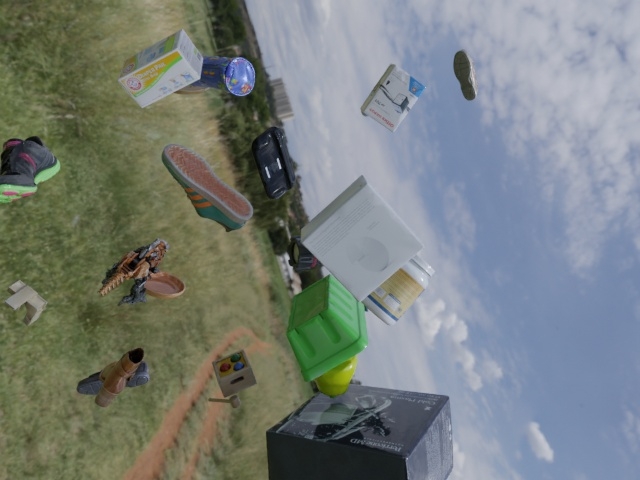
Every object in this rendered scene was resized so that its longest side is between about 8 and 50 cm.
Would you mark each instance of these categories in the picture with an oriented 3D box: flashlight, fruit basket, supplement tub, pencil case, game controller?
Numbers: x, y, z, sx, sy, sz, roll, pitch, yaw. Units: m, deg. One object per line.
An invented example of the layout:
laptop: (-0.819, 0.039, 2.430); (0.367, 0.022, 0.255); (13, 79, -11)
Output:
flashlight: (0.056, 0.030, 1.551); (0.103, 0.304, 0.103); (111, -33, -42)
fruit basket: (0.048, 0.354, 1.774); (0.392, 0.283, 0.392); (54, 12, -17)
supplement tub: (0.212, 0.124, 1.470); (0.144, 0.200, 0.144); (41, 1, -1)
pencil case: (-0.359, -0.561, 1.742); (0.306, 0.133, 0.119); (21, -79, 38)
game controller: (-0.198, -0.326, 2.232); (0.067, 0.166, 0.319); (35, -28, 41)

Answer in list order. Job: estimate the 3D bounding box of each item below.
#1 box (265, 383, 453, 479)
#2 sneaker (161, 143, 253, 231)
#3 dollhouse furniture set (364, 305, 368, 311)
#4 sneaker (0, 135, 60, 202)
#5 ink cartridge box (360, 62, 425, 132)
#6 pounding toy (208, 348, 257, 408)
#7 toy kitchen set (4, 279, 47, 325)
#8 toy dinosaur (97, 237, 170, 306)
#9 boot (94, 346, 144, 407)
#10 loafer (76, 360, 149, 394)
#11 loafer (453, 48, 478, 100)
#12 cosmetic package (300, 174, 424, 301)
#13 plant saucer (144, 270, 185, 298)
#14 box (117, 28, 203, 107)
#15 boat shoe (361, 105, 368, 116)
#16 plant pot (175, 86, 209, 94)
box: (0.148, 0.709, 1.743); (0.471, 0.479, 0.297); (-15, 102, -61)
sneaker: (-0.337, -0.135, 1.468); (0.302, 0.121, 0.108); (43, 41, -9)
dollhouse furniture set: (0.165, 0.227, 2.162); (0.183, 0.129, 0.129); (163, -88, -78)
sneaker: (-1.180, -0.282, 2.009); (0.483, 0.185, 0.202); (-111, -177, -64)
ink cartridge box: (0.251, -0.498, 1.825); (0.139, 0.191, 0.082); (31, 14, -16)
pounding toy: (-0.328, 0.503, 1.864); (0.206, 0.181, 0.094); (-137, -150, -61)
toy kitchen set: (-0.708, 0.156, 1.219); (0.083, 0.075, 0.068); (41, 31, -5)
toy dinosaur: (-0.633, 0.094, 1.740); (0.164, 0.218, 0.322); (49, 30, 17)
boot: (-0.782, 0.498, 2.053); (0.109, 0.220, 0.283); (36, 6, -11)
loafer: (-0.906, 0.602, 2.285); (0.109, 0.302, 0.095); (90, -12, -45)
loafer: (0.350, -0.398, 1.243); (0.045, 0.039, 0.125); (3, -49, 39)
cosmetic package: (0.103, -0.009, 1.352); (0.225, 0.224, 0.138); (46, 10, -14)
plant saucer: (-0.645, 0.179, 2.086); (0.200, 0.200, 0.037); (-116, -134, -67)
box: (-0.442, -0.475, 1.444); (0.103, 0.203, 0.114); (54, 23, -43)
boat shoe: (0.253, -0.537, 2.165); (0.066, 0.183, 0.066); (5, -75, 47)
plant pot: (-0.533, -0.622, 2.019); (0.236, 0.236, 0.032); (-111, -153, -44)
